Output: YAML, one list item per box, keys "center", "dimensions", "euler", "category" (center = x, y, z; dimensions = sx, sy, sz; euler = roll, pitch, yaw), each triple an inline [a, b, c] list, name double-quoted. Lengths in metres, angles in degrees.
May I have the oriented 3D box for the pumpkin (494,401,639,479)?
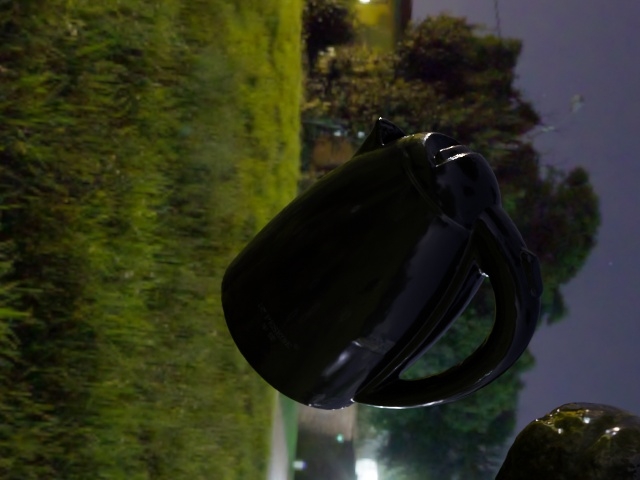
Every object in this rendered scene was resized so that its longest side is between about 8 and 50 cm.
- center: [0.384, 0.374, 1.063]
  dimensions: [0.256, 0.225, 0.303]
  euler: [48, 67, -36]
  category: "pumpkin"

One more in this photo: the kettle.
- center: [0.077, 0.038, 0.775]
  dimensions: [0.290, 0.207, 0.268]
  euler: [-43, -107, 33]
  category: "kettle"
